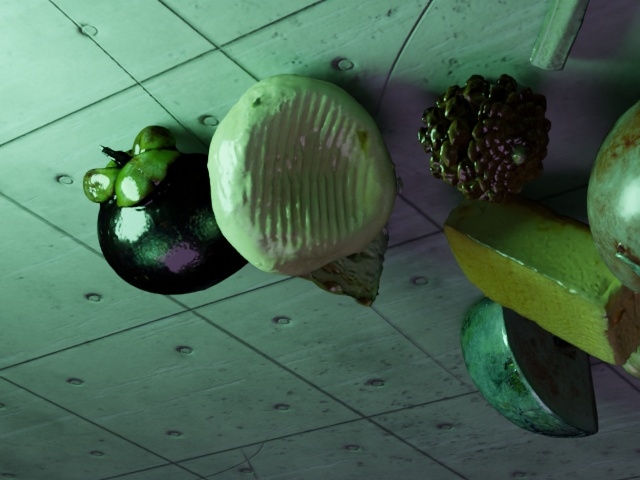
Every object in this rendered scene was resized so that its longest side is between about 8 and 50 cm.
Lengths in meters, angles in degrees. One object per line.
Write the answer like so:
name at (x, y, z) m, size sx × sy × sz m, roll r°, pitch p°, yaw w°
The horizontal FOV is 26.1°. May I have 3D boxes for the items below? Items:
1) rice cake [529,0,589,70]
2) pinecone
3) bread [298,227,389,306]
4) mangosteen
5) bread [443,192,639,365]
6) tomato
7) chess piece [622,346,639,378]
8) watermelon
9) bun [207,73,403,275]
rice cake at (0.278, -0.259, 1.567) m, size 0.047 × 0.036 × 0.206 m, roll 16°, pitch 150°, yaw 6°
pinecone at (0.197, -0.127, 1.691) m, size 0.174 × 0.173 × 0.173 m, roll 4°, pitch 149°, yaw 2°
bread at (0.000, 0.000, 1.966) m, size 0.232 × 0.128 × 0.088 m, roll 27°, pitch 169°, yaw -34°
mangosteen at (-0.202, -0.039, 1.848) m, size 0.243 × 0.242 × 0.243 m, roll 4°, pitch 149°, yaw 2°
bread at (0.314, 0.042, 1.873) m, size 0.275 × 0.114 × 0.184 m, roll 32°, pitch 164°, yaw 34°
tomato at (0.476, -0.049, 1.642) m, size 0.317 × 0.282 × 0.316 m, roll 7°, pitch 163°, yaw 2°
chess piece at (0.548, 0.146, 2.160) m, size 0.094 × 0.094 × 0.170 m, roll 21°, pitch 142°, yaw -25°
watermelon at (0.328, 0.239, 2.246) m, size 0.322 × 0.188 × 0.175 m, roll 35°, pitch 134°, yaw -31°
bun at (-0.032, -0.077, 1.754) m, size 0.259 × 0.259 × 0.160 m, roll 20°, pitch 178°, yaw -24°
